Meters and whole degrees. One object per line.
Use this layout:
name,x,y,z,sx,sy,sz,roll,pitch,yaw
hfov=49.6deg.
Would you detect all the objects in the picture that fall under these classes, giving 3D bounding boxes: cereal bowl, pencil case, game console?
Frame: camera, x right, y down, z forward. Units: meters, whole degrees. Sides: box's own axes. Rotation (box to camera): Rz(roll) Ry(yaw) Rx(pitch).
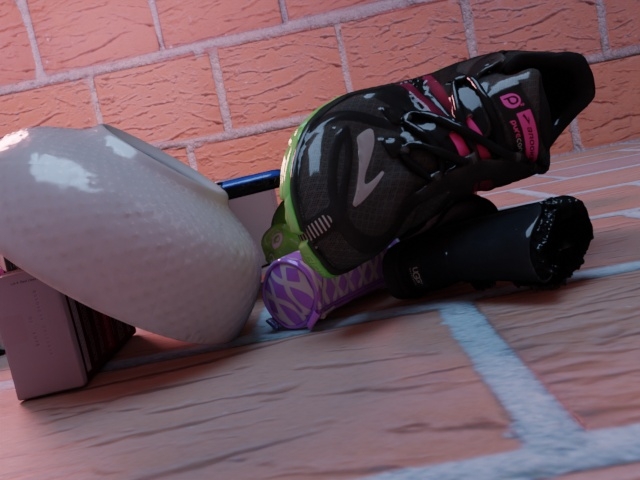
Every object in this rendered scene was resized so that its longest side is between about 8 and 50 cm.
cereal bowl,-0.204,-0.029,0.769,0.339,0.141,0.339,31,5,-3
pencil case,0.023,0.041,0.825,0.088,0.086,0.206,33,33,27
game console,-0.159,-0.005,1.105,0.250,0.173,0.293,-13,7,0

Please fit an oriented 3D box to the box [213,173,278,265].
box,-0.172,-0.031,1.359,0.119,0.181,0.182,-7,7,31

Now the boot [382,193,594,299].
boot,0.216,-0.004,0.801,0.207,0.094,0.246,-11,12,42

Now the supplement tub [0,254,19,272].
supplement tub,-0.622,0.018,1.687,0.316,0.193,0.193,-14,7,-32

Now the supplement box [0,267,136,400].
supplement box,-0.287,0.080,0.800,0.073,0.130,0.239,-13,5,0

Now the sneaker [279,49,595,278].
sneaker,0.146,-0.124,0.789,0.483,0.185,0.202,-36,15,-33

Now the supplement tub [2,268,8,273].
supplement tub,-0.702,0.114,1.359,0.198,0.106,0.106,-8,7,23

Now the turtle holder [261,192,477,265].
turtle holder,0.076,-0.073,1.024,0.320,0.243,0.227,1,41,-10

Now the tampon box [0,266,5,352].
tampon box,-0.523,0.112,0.981,0.161,0.120,0.101,-15,6,-26
